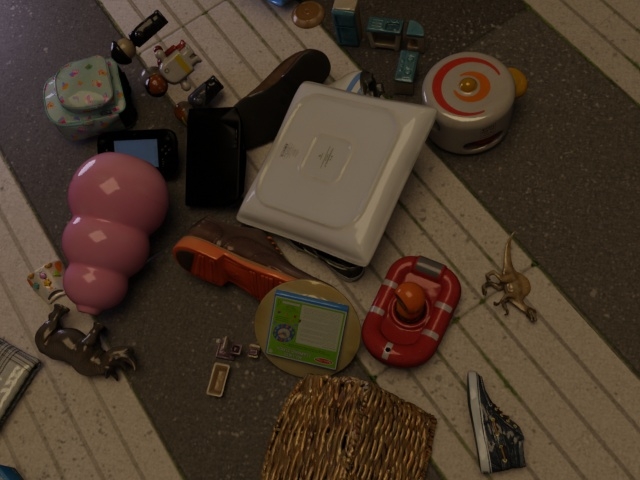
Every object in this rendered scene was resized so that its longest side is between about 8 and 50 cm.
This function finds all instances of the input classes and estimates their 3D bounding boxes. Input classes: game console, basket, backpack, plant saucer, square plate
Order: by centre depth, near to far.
[{"bbox_3d":[0.041,0.412,1.366,0.214,0.223,0.299,-5,61,44],"label":"basket"},{"bbox_3d":[0.018,-0.155,1.543,0.344,0.049,0.347,20,80,32],"label":"square plate"},{"bbox_3d":[-0.333,-0.180,1.685,0.362,0.044,0.213,0,88,18],"label":"game console"},{"bbox_3d":[-0.542,-0.326,1.761,0.189,0.144,0.165,-19,70,4],"label":"backpack"},{"bbox_3d":[-0.031,-0.550,1.844,0.084,0.015,0.083,-3,66,8],"label":"plant saucer"}]

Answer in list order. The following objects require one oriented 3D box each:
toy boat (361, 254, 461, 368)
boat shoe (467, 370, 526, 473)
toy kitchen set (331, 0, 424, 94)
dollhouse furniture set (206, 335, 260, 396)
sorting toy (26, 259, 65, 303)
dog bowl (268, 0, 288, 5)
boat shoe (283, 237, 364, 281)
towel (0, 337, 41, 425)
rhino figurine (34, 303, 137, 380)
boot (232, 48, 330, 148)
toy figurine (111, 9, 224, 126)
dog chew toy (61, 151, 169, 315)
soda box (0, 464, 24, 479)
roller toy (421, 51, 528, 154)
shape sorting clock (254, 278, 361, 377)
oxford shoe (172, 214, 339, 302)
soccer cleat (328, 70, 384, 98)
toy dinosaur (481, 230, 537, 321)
[{"bbox_3d":[0.168,0.125,1.438,0.151,0.151,0.231,22,71,18],"label":"toy boat"},{"bbox_3d":[0.316,0.324,1.379,0.083,0.065,0.183,-8,72,4],"label":"boat shoe"},{"bbox_3d":[0.121,-0.433,1.708,0.207,0.122,0.166,10,68,14],"label":"toy kitchen set"},{"bbox_3d":[-0.179,0.245,1.480,0.091,0.081,0.114,9,68,13],"label":"dollhouse furniture set"},{"bbox_3d":[-0.583,0.093,1.643,0.083,0.045,0.075,-33,85,-6],"label":"sorting toy"},{"bbox_3d":[-0.172,-0.667,1.844,0.297,0.166,0.074,34,87,21],"label":"dog bowl"},{"bbox_3d":[0.000,0.000,1.565,0.219,0.070,0.077,34,75,21],"label":"boat shoe"},{"bbox_3d":[-0.780,0.324,1.560,0.312,0.056,0.324,23,73,18],"label":"towel"},{"bbox_3d":[-0.473,0.216,1.547,0.243,0.073,0.106,22,74,16],"label":"rhino figurine"},{"bbox_3d":[-0.113,-0.319,1.727,0.305,0.112,0.115,-41,28,1],"label":"boot"},{"bbox_3d":[-0.345,-0.383,1.717,0.148,0.213,0.209,-40,69,1],"label":"toy figurine"},{"bbox_3d":[-0.437,-0.010,1.579,0.207,0.206,0.331,9,79,13],"label":"dog chew toy"},{"bbox_3d":[-0.558,0.519,1.427,0.210,0.071,0.067,40,78,22],"label":"soda box"},{"bbox_3d":[0.311,-0.291,1.601,0.210,0.146,0.191,20,71,16],"label":"roller toy"},{"bbox_3d":[-0.025,0.169,1.458,0.206,0.040,0.206,2,105,9],"label":"shape sorting clock"},{"bbox_3d":[-0.109,0.044,1.538,0.364,0.130,0.132,23,54,9],"label":"oxford shoe"},{"bbox_3d":[0.071,-0.207,1.638,0.143,0.116,0.331,-13,65,27],"label":"soccer cleat"},{"bbox_3d":[0.365,0.080,1.491,0.093,0.053,0.183,-9,72,-12],"label":"toy dinosaur"}]
